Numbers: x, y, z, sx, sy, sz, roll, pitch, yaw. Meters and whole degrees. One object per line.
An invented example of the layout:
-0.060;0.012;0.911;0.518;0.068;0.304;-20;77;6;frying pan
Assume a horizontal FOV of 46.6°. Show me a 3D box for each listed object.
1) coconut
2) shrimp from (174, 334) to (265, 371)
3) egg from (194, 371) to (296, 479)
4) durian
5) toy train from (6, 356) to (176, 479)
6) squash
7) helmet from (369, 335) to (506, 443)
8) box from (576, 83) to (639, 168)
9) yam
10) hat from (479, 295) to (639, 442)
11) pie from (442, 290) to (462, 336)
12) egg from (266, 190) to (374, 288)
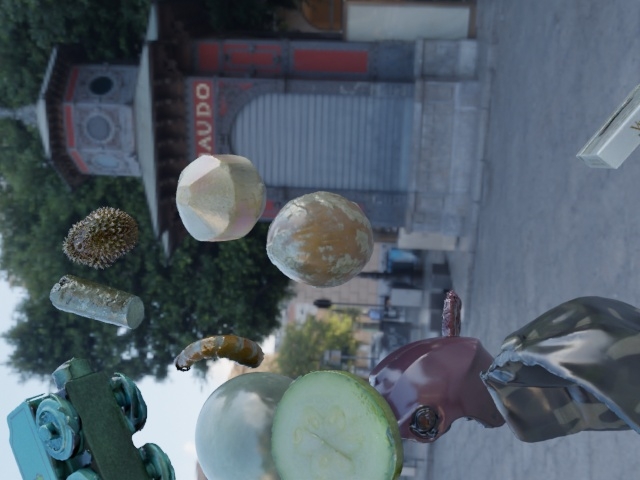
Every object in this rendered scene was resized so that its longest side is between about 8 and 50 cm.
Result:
-0.255;-0.108;1.873;0.237;0.197;0.236;-14;-72;-49;coconut
-0.207;0.243;1.512;0.161;0.166;0.049;35;-145;-47;shrimp
-0.111;0.382;1.434;0.352;0.259;0.258;-2;85;64;egg
-0.487;-0.009;1.681;0.168;0.158;0.136;-33;-63;-47;durian
-0.236;0.224;0.754;0.107;0.154;0.197;-13;-108;-48;toy train
0.021;0.303;1.116;0.041;0.219;0.219;0;-87;-55;squash
0.221;0.303;1.529;0.271;0.339;0.197;73;-173;-83;helmet
0.274;-0.104;0.663;0.090;0.024;0.167;-51;-6;13;box
-0.450;0.125;1.500;0.078;0.179;0.078;17;-90;-86;yam
0.374;0.138;0.746;0.366;0.382;0.257;0;112;68;hat
0.327;0.199;1.854;0.154;0.036;0.154;3;-90;-72;pie
0.000;0.000;1.537;0.203;0.245;0.203;3;95;48;egg
